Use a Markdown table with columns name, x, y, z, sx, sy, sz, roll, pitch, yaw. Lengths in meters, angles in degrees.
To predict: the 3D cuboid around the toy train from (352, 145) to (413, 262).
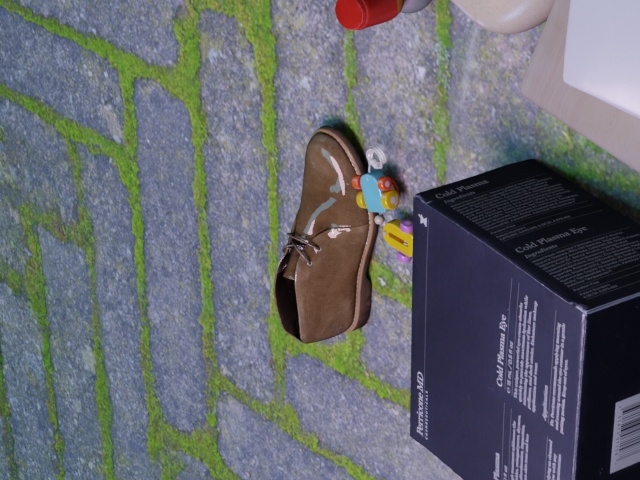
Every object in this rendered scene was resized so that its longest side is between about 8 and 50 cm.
| name | x | y | z | sx | sy | sz | roll | pitch | yaw |
| --- | --- | --- | --- | --- | --- | --- | --- | --- | --- |
| toy train | 0.114 | -0.043 | 2.334 | 0.166 | 0.046 | 0.125 | 51 | 141 | 14 |

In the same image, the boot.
| name | x | y | z | sx | sy | sz | roll | pitch | yaw |
| --- | --- | --- | --- | --- | --- | --- | --- | --- | --- |
| boot | 0.000 | 0.000 | 2.444 | 0.112 | 0.115 | 0.305 | 27 | 128 | 45 |

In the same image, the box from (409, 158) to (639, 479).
| name | x | y | z | sx | sy | sz | roll | pitch | yaw |
| --- | --- | --- | --- | --- | --- | --- | --- | --- | --- |
| box | 0.259 | 0.132 | 2.091 | 0.312 | 0.179 | 0.343 | 38 | 137 | 47 |

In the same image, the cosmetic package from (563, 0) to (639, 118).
| name | x | y | z | sx | sy | sz | roll | pitch | yaw |
| --- | --- | --- | --- | --- | --- | --- | --- | --- | --- |
| cosmetic package | 0.430 | -0.219 | 1.471 | 0.230 | 0.453 | 0.161 | 33 | 133 | 39 |

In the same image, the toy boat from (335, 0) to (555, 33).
| name | x | y | z | sx | sy | sz | roll | pitch | yaw |
| --- | --- | --- | --- | --- | --- | --- | --- | --- | --- |
| toy boat | 0.149 | -0.335 | 2.056 | 0.318 | 0.148 | 0.267 | -33 | 88 | 47 |

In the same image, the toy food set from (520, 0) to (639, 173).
| name | x | y | z | sx | sy | sz | roll | pitch | yaw |
| --- | --- | --- | --- | --- | --- | --- | --- | --- | --- |
| toy food set | 0.351 | -0.205 | 1.913 | 0.220 | 0.092 | 0.306 | 36 | 138 | 18 |
